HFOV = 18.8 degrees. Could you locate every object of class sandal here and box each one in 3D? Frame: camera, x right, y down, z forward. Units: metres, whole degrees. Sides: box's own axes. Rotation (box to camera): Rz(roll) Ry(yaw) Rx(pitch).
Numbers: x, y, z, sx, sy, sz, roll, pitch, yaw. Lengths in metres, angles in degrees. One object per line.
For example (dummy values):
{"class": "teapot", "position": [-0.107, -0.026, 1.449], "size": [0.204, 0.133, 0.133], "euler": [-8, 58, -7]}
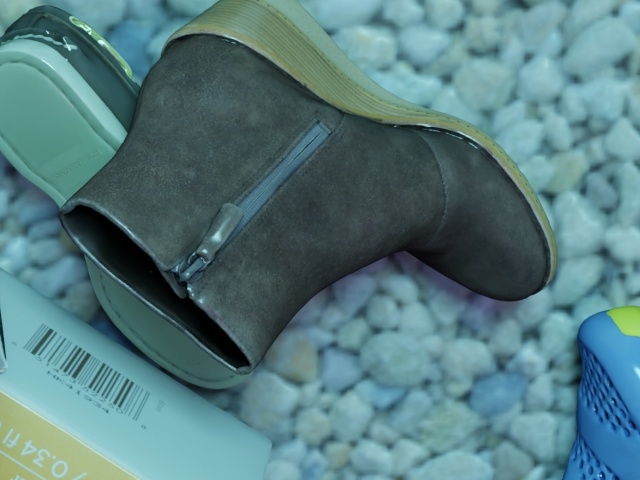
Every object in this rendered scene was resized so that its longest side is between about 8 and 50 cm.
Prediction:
{"class": "sandal", "position": [0.179, 0.190, 1.146], "size": [0.138, 0.126, 0.317], "euler": [-11, 111, -4]}

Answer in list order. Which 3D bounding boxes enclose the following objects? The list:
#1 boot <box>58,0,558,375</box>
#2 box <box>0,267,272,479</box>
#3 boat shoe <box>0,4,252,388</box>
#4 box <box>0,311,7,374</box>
{"class": "boot", "position": [0.000, 0.000, 0.988], "size": [0.248, 0.207, 0.090], "euler": [40, 138, -13]}
{"class": "box", "position": [-0.210, 0.208, 1.008], "size": [0.215, 0.168, 0.345], "euler": [33, 101, -4]}
{"class": "boat shoe", "position": [-0.096, -0.023, 1.025], "size": [0.081, 0.068, 0.227], "euler": [-20, 116, 26]}
{"class": "box", "position": [-0.271, 0.004, 0.870], "size": [0.243, 0.307, 0.076], "euler": [-12, 107, -9]}
